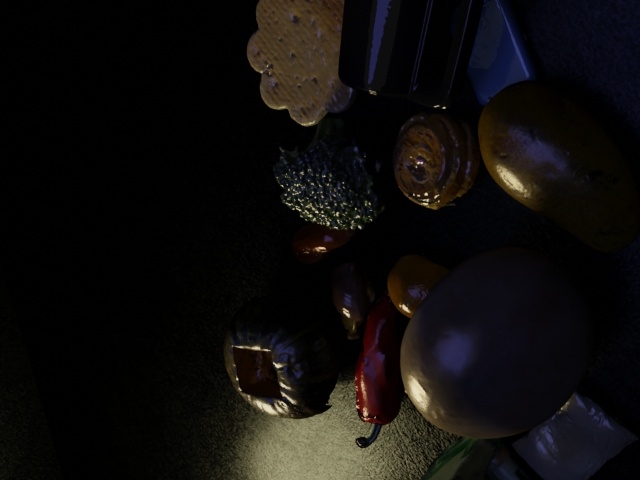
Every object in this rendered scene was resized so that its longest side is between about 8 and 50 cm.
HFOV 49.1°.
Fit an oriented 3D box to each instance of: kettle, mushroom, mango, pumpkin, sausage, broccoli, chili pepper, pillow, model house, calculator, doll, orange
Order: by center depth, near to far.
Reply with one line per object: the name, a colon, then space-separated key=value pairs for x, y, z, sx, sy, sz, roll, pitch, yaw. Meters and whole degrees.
mango: x=0.400 y=-0.119 z=1.159 sx=0.329 sy=0.175 sz=0.176 roll=48 pitch=174 yaw=14
kettle: x=0.165 y=-0.413 z=1.221 sx=0.262 sy=0.203 sz=0.308 roll=17 pitch=119 yaw=18
calculator: x=0.304 y=-0.335 z=1.234 sx=0.121 sy=0.039 sz=0.210 roll=-21 pitch=93 yaw=43
mushroom: x=0.297 y=0.170 z=1.244 sx=0.294 sy=0.362 sz=0.362 roll=-128 pitch=42 yaw=-53
pillow: x=0.483 y=0.389 z=1.352 sx=0.148 sy=0.050 sz=0.230 roll=45 pitch=131 yaw=23
model house: x=0.347 y=0.585 z=1.398 sx=0.325 sy=0.267 sz=0.194 roll=50 pitch=136 yaw=6
broccoli: x=0.044 y=-0.154 z=1.404 sx=0.247 sy=0.263 sz=0.243 roll=-46 pitch=33 yaw=39
orange: x=0.209 y=0.104 z=1.434 sx=0.170 sy=0.112 sz=0.160 roll=-30 pitch=87 yaw=53
doll: x=0.071 y=0.125 z=1.556 sx=0.188 sy=0.096 sz=0.145 roll=85 pitch=179 yaw=-59
chili pepper: x=0.131 y=0.295 z=1.565 sx=0.110 sy=0.110 sz=0.388 roll=13 pitch=111 yaw=35
sausage: x=0.000 y=0.000 z=1.571 sx=0.179 sy=0.089 sz=0.089 roll=-26 pitch=89 yaw=44
pumpkin: x=-0.096 y=0.277 z=1.679 sx=0.320 sy=0.192 sz=0.320 roll=16 pitch=116 yaw=36

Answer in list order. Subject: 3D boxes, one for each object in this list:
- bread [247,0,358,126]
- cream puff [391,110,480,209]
bread: x=-0.026 y=-0.395 z=1.467 sx=0.316 sy=0.054 sz=0.316 roll=14 pitch=115 yaw=33
cream puff: x=0.223 y=-0.147 z=1.307 sx=0.189 sy=0.129 sz=0.189 roll=18 pitch=112 yaw=52
